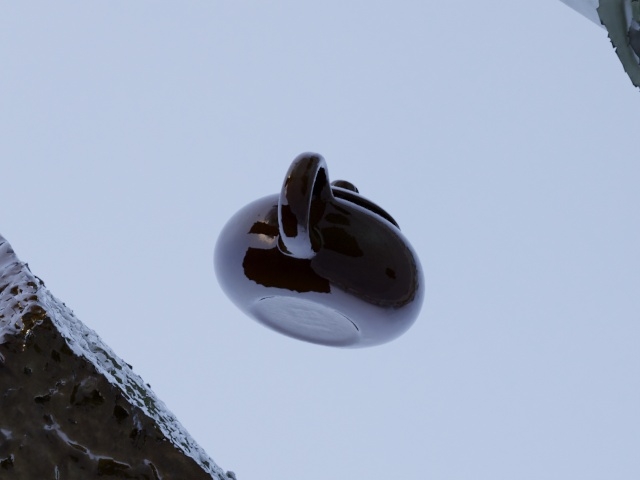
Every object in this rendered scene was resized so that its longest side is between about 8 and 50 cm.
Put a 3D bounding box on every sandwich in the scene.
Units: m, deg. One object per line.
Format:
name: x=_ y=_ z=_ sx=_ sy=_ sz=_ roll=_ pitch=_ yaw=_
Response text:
sandwich: x=-0.162 y=0.161 z=0.993 sx=0.131 sy=0.262 sz=0.325 roll=-44 pitch=-65 yaw=-7

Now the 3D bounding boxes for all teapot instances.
teapot: x=0.000 y=0.000 z=1.131 sx=0.178 sy=0.252 sz=0.135 roll=7 pitch=-117 yaw=11

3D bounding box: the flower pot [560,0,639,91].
flower pot: x=0.200 y=-0.218 z=0.769 sx=0.290 sy=0.290 sz=0.259 roll=1 pitch=-155 yaw=-33
